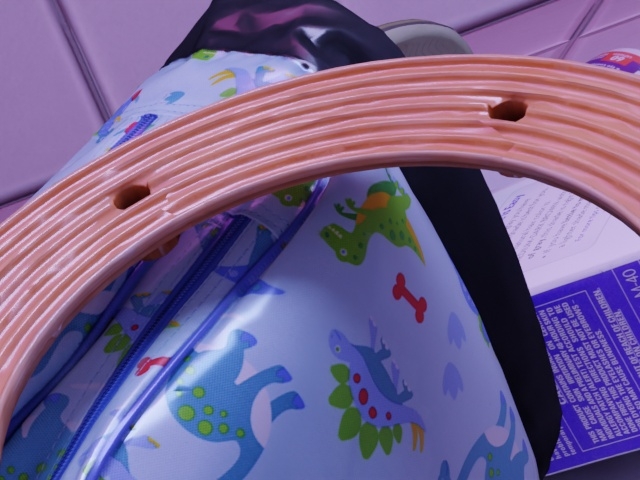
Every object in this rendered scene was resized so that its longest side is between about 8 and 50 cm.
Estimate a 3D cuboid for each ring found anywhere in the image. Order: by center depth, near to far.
[{"bbox_3d":[0.006,0.051,0.617,0.337,0.032,0.336,-11,39,9],"label":"ring"}]

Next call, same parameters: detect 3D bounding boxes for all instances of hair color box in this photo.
[{"bbox_3d":[0.093,0.050,1.076,0.339,0.110,0.185,-20,17,33],"label":"hair color box"}]

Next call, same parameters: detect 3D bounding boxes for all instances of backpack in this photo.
[{"bbox_3d":[-0.053,0.108,0.798,0.355,0.290,0.273,-36,30,-26],"label":"backpack"}]

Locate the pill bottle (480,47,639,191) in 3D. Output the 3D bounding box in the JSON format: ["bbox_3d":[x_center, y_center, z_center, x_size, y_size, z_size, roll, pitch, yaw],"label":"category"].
[{"bbox_3d":[0.191,-0.065,1.506,0.108,0.108,0.193,-11,17,48],"label":"pill bottle"}]

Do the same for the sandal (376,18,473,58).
[{"bbox_3d":[0.000,0.002,1.027,0.086,0.120,0.303,9,46,42],"label":"sandal"}]
